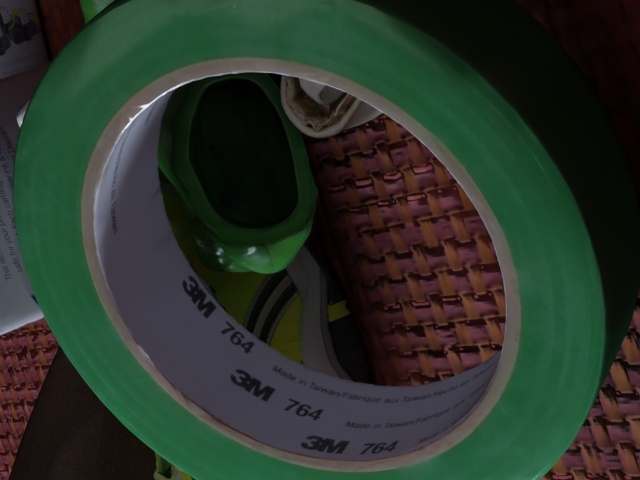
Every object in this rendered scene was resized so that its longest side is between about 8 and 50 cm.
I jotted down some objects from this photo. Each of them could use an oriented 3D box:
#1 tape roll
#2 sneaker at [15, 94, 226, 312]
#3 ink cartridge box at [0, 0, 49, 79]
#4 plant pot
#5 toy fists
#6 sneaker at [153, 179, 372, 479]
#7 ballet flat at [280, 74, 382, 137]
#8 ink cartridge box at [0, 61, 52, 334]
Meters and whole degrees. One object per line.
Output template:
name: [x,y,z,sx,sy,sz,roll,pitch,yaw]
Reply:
tape roll: [0.000,0.000,0.958,0.321,0.077,0.321,12,123,20]
sneaker: [-0.127,0.008,1.142,0.085,0.086,0.237,-40,61,26]
ink cartridge box: [-0.261,-0.173,1.400,0.104,0.061,0.181,16,121,52]
plant pot: [-0.136,0.183,1.326,0.215,0.215,0.230,20,111,50]
toy fists: [-0.082,-0.109,1.106,0.142,0.096,0.279,60,-175,-89]
sneaker: [-0.048,0.128,1.184,0.384,0.147,0.145,66,151,8]
ballet flat: [0.031,-0.144,0.956,0.086,0.086,0.248,51,145,25]
ink cartridge box: [-0.211,-0.024,1.265,0.092,0.219,0.160,-18,94,58]
